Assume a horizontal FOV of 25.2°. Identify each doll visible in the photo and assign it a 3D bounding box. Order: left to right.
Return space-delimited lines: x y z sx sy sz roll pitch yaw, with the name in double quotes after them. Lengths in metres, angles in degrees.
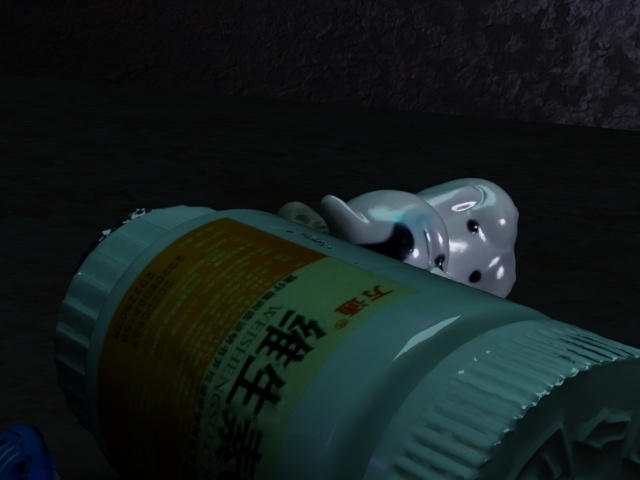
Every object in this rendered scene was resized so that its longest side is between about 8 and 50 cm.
0.081 0.008 1.155 0.180 0.110 0.107 -9 17 -44 "doll"

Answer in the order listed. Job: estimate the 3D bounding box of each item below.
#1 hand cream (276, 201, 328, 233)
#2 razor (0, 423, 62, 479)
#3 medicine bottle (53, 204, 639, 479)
0.000 0.000 1.361 0.057 0.037 0.165 -1 19 -26 "hand cream"
-0.106 0.142 0.583 0.056 0.093 0.324 44 -5 -18 "razor"
0.009 0.082 0.644 0.158 0.158 0.318 -3 14 -35 "medicine bottle"
